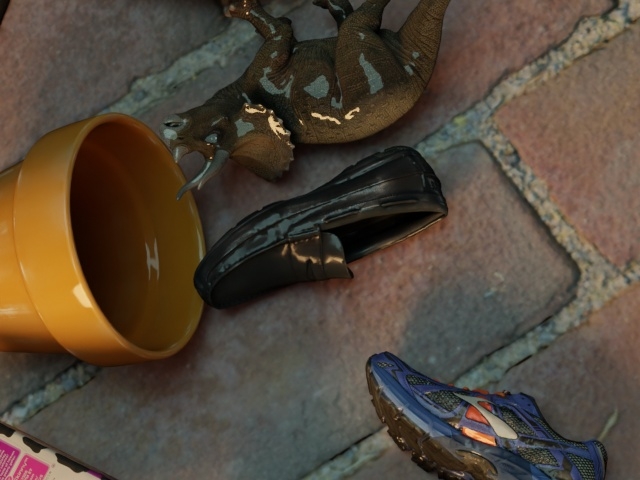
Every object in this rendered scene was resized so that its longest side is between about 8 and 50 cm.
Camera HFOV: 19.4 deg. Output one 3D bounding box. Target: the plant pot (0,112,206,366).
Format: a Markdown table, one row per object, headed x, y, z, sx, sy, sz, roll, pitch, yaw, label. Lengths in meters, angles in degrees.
| x | y | z | sx | sy | sz | roll | pitch | yaw | label |
| --- | --- | --- | --- | --- | --- | --- | --- | --- | --- |
| -0.227 | 0.014 | 1.562 | 0.188 | 0.205 | 0.205 | -13 | 65 | 26 | plant pot |

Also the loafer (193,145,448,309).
| x | y | z | sx | sy | sz | roll | pitch | yaw | label |
| --- | --- | --- | --- | --- | --- | --- | --- | --- | --- |
| 0.000 | 0.000 | 1.561 | 0.223 | 0.076 | 0.078 | -28 | 57 | -1 | loafer |

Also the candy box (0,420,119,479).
| x | y | z | sx | sy | sz | roll | pitch | yaw | label |
| --- | --- | --- | --- | --- | --- | --- | --- | --- | --- |
| -0.186 | 0.209 | 1.444 | 0.233 | 0.159 | 0.071 | 19 | 77 | 40 | candy box |

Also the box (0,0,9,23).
| x | y | z | sx | sy | sz | roll | pitch | yaw | label |
| --- | --- | --- | --- | --- | --- | --- | --- | --- | --- |
| -0.473 | -0.144 | 1.750 | 0.293 | 0.073 | 0.295 | 12 | 73 | 20 | box |

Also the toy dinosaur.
| x | y | z | sx | sy | sz | roll | pitch | yaw | label |
| --- | --- | --- | --- | --- | --- | --- | --- | --- | --- |
| 0.013 | -0.142 | 1.613 | 0.313 | 0.121 | 0.160 | -16 | 77 | 3 | toy dinosaur |

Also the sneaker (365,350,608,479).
| x | y | z | sx | sy | sz | roll | pitch | yaw | label |
| --- | --- | --- | --- | --- | --- | --- | --- | --- | --- |
| 0.129 | 0.151 | 1.475 | 0.221 | 0.083 | 0.087 | 33 | 66 | 18 | sneaker |
